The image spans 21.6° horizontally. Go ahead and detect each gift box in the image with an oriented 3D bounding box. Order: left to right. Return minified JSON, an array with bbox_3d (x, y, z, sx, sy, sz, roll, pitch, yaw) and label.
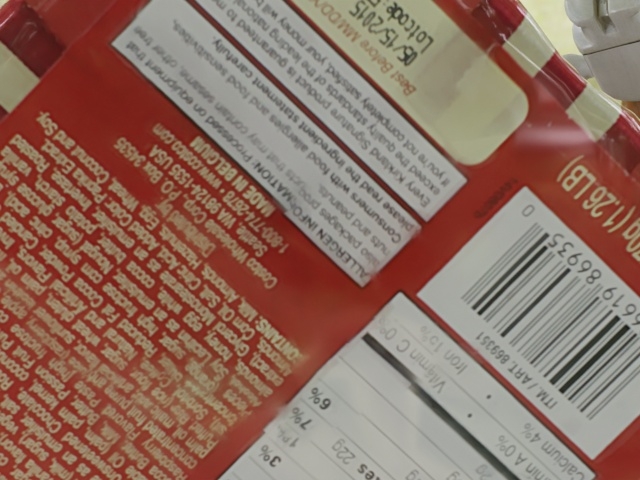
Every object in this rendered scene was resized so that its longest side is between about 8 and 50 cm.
[{"bbox_3d":[0.000,0.000,0.537,0.276,0.255,0.258,-42,12,5],"label":"gift box"}]

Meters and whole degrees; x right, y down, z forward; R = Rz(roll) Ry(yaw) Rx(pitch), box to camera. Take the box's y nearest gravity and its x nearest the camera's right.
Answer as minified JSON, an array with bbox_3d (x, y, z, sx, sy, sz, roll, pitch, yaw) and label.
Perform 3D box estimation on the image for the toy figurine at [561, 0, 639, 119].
[{"bbox_3d":[0.185,-0.028,0.937,0.213,0.148,0.209,-49,46,-7],"label":"toy figurine"}]
